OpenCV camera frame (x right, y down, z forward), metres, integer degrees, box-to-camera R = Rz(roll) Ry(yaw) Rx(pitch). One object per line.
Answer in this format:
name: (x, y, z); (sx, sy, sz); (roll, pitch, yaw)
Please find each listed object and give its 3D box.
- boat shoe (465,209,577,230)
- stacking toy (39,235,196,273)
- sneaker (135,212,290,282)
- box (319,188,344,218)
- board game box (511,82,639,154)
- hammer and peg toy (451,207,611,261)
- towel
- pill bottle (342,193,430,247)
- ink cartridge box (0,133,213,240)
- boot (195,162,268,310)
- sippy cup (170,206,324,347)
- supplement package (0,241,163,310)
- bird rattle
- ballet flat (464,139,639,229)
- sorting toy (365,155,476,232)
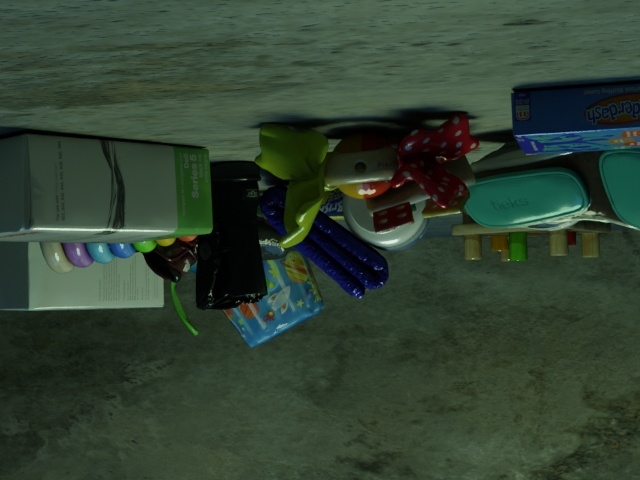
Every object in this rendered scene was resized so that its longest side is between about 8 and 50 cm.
boat shoe: (0.378, -0.056, 2.142); (0.219, 0.078, 0.070); (-1, 178, 28)
stacking toy: (-0.283, -0.034, 1.868); (0.330, 0.141, 0.141); (-7, 176, 5)
sneaker: (-0.196, 0.022, 1.981); (0.281, 0.106, 0.163); (11, -139, -1)
box: (0.004, -0.064, 2.022); (0.168, 0.054, 0.059); (-1, 177, -2)
board game box: (0.305, -0.123, 1.167); (0.210, 0.047, 0.160); (-3, 176, 15)
hammer and peg toy: (0.478, -0.024, 2.308); (0.361, 0.127, 0.266); (-4, 176, 32)
towel: (0.000, 0.000, 1.805); (0.227, 0.076, 0.308); (35, -178, -1)
pill bottle: (0.097, -0.049, 1.712); (0.124, 0.124, 0.221); (-2, 176, 9)
ink cartridge box: (-0.300, -0.058, 1.429); (0.198, 0.115, 0.272); (-5, 175, 43)
boot: (-0.178, -0.001, 1.684); (0.246, 0.207, 0.094); (-4, 176, 41)
sippy cup: (-0.113, 0.071, 2.188); (0.305, 0.224, 0.240); (-30, 177, 25)
supplement package: (-0.444, 0.025, 2.071); (0.262, 0.199, 0.198); (1, 177, -38)
bird rattle: (0.056, -0.095, 1.332); (0.253, 0.143, 0.207); (-15, -173, 7)
ballet flat: (0.350, -0.085, 1.362); (0.400, 0.139, 0.139); (1, 179, 43)
sorting toy: (0.123, -0.060, 1.412); (0.132, 0.046, 0.274); (-18, -159, 5)
